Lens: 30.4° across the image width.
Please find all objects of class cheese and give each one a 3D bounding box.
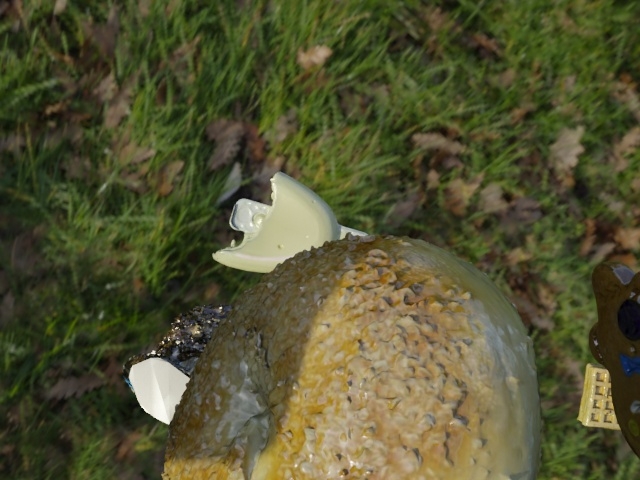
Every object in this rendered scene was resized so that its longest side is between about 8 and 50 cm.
[{"bbox_3d":[0.000,0.000,1.414,0.235,0.050,0.127,18,88,2],"label":"cheese"}]

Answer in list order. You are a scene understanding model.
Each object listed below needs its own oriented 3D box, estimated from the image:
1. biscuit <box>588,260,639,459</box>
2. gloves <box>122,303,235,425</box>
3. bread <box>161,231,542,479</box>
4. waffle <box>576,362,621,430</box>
[{"bbox_3d":[0.339,0.136,1.204,0.039,0.180,0.236,-20,99,-22],"label":"biscuit"},{"bbox_3d":[-0.185,0.201,1.865,0.210,0.135,0.312,12,20,23],"label":"gloves"},{"bbox_3d":[0.004,0.130,0.731,0.158,0.305,0.306,31,64,-28],"label":"bread"},{"bbox_3d":[0.489,0.256,1.878,0.148,0.042,0.102,11,83,-11],"label":"waffle"}]
